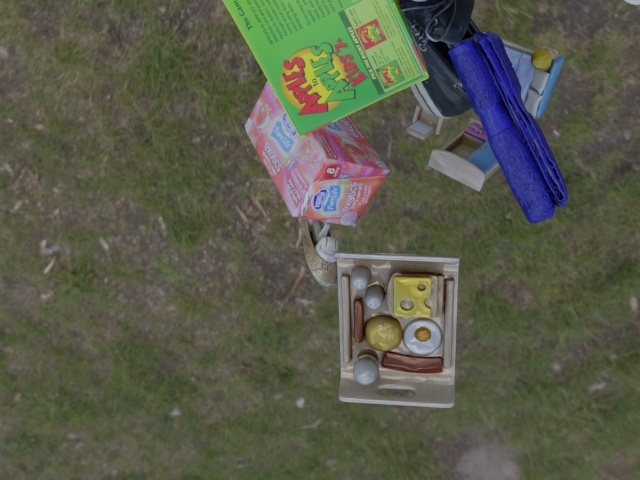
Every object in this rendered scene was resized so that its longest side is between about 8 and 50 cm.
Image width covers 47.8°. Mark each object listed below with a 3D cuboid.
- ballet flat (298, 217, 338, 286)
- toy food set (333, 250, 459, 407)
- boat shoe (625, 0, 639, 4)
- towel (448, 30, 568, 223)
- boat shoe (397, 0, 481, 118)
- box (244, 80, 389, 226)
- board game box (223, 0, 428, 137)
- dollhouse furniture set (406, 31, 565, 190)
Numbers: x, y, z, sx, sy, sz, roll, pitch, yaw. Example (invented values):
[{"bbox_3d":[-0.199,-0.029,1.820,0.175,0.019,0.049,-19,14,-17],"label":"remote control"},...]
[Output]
[{"bbox_3d":[0.000,0.000,1.493,0.073,0.206,0.067,8,134,-32],"label":"ballet flat"},{"bbox_3d":[0.137,0.161,1.306,0.220,0.092,0.306,2,114,9],"label":"toy food set"},{"bbox_3d":[0.294,-0.351,0.657,0.096,0.088,0.267,5,130,19],"label":"boat shoe"},{"bbox_3d":[0.320,-0.192,1.171,0.076,0.228,0.308,-24,95,27],"label":"towel"},{"bbox_3d":[0.184,-0.405,1.259,0.156,0.186,0.500,1,148,38],"label":"boat shoe"},{"bbox_3d":[-0.016,-0.180,1.410,0.154,0.300,0.142,8,126,-34],"label":"box"},{"bbox_3d":[-0.014,-0.163,0.435,0.092,0.043,0.181,-23,118,16],"label":"board game box"},{"bbox_3d":[0.341,-0.321,1.616,0.286,0.198,0.303,31,135,22],"label":"dollhouse furniture set"}]
